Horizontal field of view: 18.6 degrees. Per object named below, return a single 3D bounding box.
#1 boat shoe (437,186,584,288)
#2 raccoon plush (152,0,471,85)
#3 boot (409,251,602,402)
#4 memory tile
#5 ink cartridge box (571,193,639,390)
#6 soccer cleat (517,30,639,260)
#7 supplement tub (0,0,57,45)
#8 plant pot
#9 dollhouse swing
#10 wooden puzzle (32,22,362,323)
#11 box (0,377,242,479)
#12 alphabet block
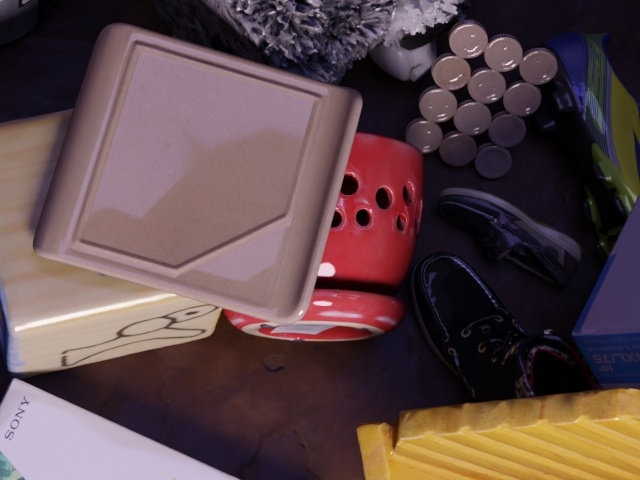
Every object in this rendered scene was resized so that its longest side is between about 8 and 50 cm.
[{"bbox_3d":[0.180,-0.003,1.883,0.152,0.056,0.049,24,66,-1],"label":"boat shoe"},{"bbox_3d":[0.003,-0.306,1.787,0.299,0.446,0.216,-39,50,-18],"label":"raccoon plush"},{"bbox_3d":[0.172,0.095,1.785,0.085,0.178,0.236,-26,80,-15],"label":"boot"},{"bbox_3d":[0.153,-0.135,1.884,0.113,0.148,0.012,18,29,-11],"label":"memory tile"},{"bbox_3d":[0.387,0.109,1.721,0.270,0.197,0.198,59,44,-28],"label":"ink cartridge box"},{"bbox_3d":[0.301,-0.077,1.908,0.121,0.093,0.289,-20,78,-23],"label":"soccer cleat"},{"bbox_3d":[-0.323,-0.321,1.753,0.207,0.338,0.207,2,72,-8],"label":"supplement tub"},{"bbox_3d":[0.000,0.000,1.788,0.191,0.191,0.174,1,80,-9],"label":"plant pot"},{"bbox_3d":[0.234,0.310,1.604,0.315,0.347,0.305,23,66,-45],"label":"dollhouse swing"},{"bbox_3d":[-0.103,-0.056,1.668,0.239,0.044,0.221,15,72,1],"label":"wooden puzzle"},{"bbox_3d":[-0.178,0.291,1.734,0.322,0.058,0.232,24,71,0],"label":"box"},{"bbox_3d":[-0.203,-0.002,1.753,0.197,0.192,0.193,-12,77,-13],"label":"alphabet block"}]
